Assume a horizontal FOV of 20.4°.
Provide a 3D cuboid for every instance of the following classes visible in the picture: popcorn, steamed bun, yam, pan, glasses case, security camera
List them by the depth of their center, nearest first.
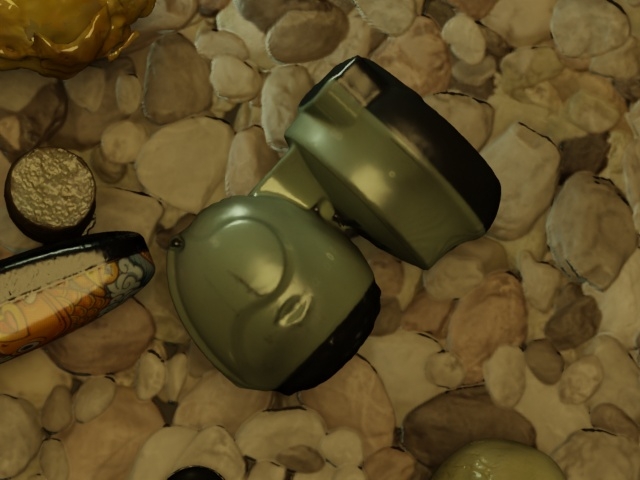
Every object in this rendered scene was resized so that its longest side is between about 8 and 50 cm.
[{"bbox_3d":[-0.293,0.070,1.491,0.321,0.122,0.082,-22,89,-8],"label":"glasses case"},{"bbox_3d":[0.000,0.000,1.501,0.191,0.197,0.277,45,87,-7],"label":"security camera"},{"bbox_3d":[-0.253,-0.252,1.511,0.250,0.190,0.250,2,78,-11],"label":"popcorn"},{"bbox_3d":[-0.229,-0.039,1.512,0.084,0.127,0.084,1,82,-9],"label":"yam"},{"bbox_3d":[0.154,0.214,1.515,0.130,0.112,0.091,7,83,3],"label":"steamed bun"},{"bbox_3d":[-0.128,0.242,1.530,0.115,0.023,0.068,-33,87,-11],"label":"pan"}]
